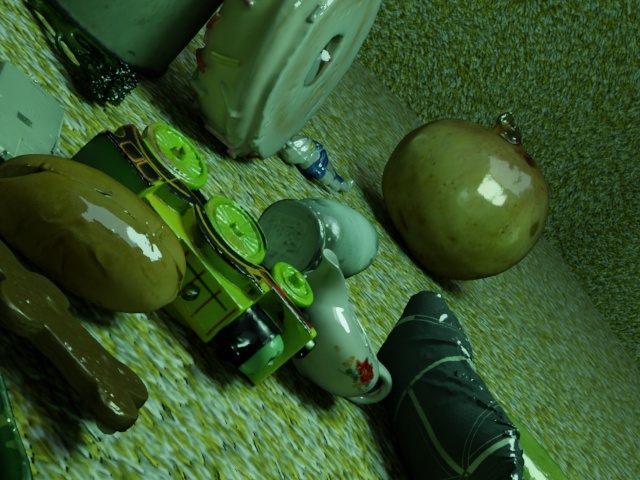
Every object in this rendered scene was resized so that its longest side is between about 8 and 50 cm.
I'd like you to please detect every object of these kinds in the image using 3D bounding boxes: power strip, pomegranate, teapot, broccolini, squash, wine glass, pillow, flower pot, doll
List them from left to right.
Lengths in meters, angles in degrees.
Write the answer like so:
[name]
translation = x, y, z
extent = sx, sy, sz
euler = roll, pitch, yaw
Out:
[power strip]
translation = -0.284, -0.107, 0.962
extent = 0.081, 0.035, 0.192
euler = 41, 17, -27
[broccolini]
translation = -0.299, -0.228, 1.238
extent = 0.201, 0.058, 0.074
euler = 38, -5, 25
[flower pot]
translation = -0.216, -0.435, 1.407
extent = 0.293, 0.330, 0.293
euler = 44, 17, -18
[doll]
translation = -0.007, -0.138, 1.765
extent = 0.114, 0.057, 0.227
euler = 57, 15, 17
[wine glass]
translation = 0.000, 0.000, 1.331
extent = 0.111, 0.111, 0.204
euler = 53, 19, 17
[teapot]
translation = 0.014, 0.110, 1.124
extent = 0.145, 0.092, 0.226
euler = -109, 172, -50
[pillow]
translation = 0.139, 0.195, 1.155
extent = 0.093, 0.161, 0.335
euler = 9, 32, -18
[pomegranate]
translation = 0.287, -0.096, 1.961
extent = 0.338, 0.338, 0.338
euler = 44, 16, -16
[squash]
translation = 0.212, 0.274, 1.242
extent = 0.186, 0.123, 0.123
euler = 50, 14, 25

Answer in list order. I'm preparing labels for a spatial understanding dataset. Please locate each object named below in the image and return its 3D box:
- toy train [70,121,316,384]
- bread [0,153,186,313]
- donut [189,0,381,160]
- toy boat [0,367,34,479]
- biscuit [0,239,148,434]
[toy train]
translation = -0.122, 0.012, 0.998
extent = 0.296, 0.100, 0.160
euler = 49, 22, 1
[bread]
translation = -0.191, -0.011, 0.859
extent = 0.189, 0.077, 0.114
euler = 36, 44, -18
[donut]
translation = -0.047, -0.294, 1.473
extent = 0.142, 0.382, 0.383
euler = 34, 13, 9
[toy boat]
translation = -0.223, 0.090, 0.605
extent = 0.104, 0.052, 0.210
euler = 34, 17, -48
[biscuit]
translation = -0.207, 0.057, 0.747
extent = 0.205, 0.031, 0.138
euler = 49, 0, -5
